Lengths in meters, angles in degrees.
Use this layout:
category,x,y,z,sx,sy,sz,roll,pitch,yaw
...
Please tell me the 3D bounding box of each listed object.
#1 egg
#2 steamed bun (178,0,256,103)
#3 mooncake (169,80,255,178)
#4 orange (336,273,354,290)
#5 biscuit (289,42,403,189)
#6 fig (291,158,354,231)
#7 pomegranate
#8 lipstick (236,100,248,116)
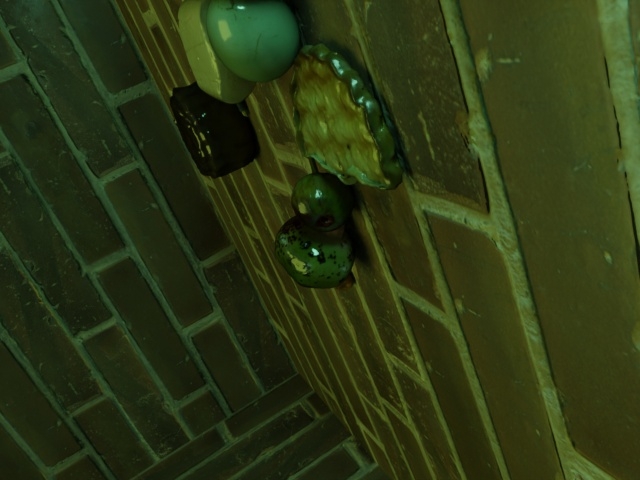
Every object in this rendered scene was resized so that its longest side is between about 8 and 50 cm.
category,x,y,z,sx,sy,sz,roll,pitch,yaw
egg,-0.129,-0.400,1.149,0.168,0.168,0.231,55,-174,19
steamed bun,-0.222,-0.457,1.398,0.200,0.155,0.250,29,139,57
mooncake,-0.353,-0.361,1.935,0.324,0.187,0.324,55,164,25
orange,0.055,0.108,1.729,0.086,0.062,0.086,53,161,28
biscuit,0.048,-0.206,1.160,0.335,0.078,0.329,53,160,24
fig,-0.009,-0.136,1.409,0.149,0.149,0.245,82,176,-54
pomegranate,0.000,0.000,1.513,0.214,0.214,0.247,51,129,31
lipstick,-0.242,-0.416,1.767,0.037,0.037,0.116,43,161,48
